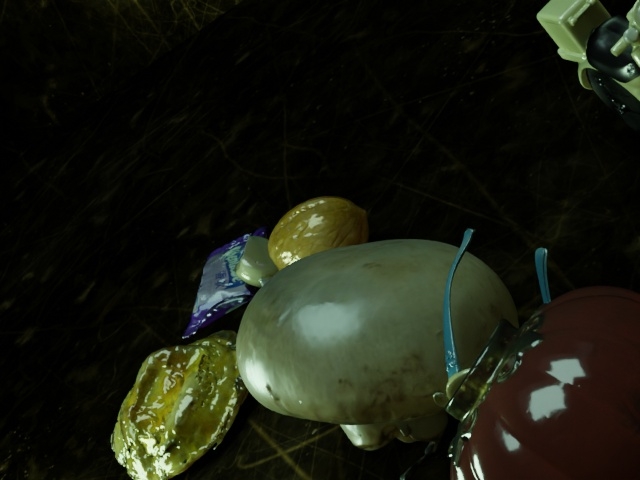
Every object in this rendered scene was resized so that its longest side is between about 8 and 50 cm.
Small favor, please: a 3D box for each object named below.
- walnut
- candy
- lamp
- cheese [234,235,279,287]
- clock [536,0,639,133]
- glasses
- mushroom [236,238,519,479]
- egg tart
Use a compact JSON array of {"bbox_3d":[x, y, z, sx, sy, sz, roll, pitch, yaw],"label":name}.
[{"bbox_3d":[0.000,0.000,2.241,0.180,0.144,0.144,-27,28,21],"label":"walnut"},{"bbox_3d":[-0.168,0.071,2.463,0.145,0.070,0.275,-26,25,20],"label":"candy"},{"bbox_3d":[0.260,0.191,1.367,0.303,0.257,0.303,-57,-9,-14],"label":"lamp"},{"bbox_3d":[-0.102,0.054,2.366,0.171,0.092,0.048,-91,13,-56],"label":"cheese"},{"bbox_3d":[0.445,-0.216,1.770,0.120,0.276,0.379,-47,21,-5],"label":"clock"},{"bbox_3d":[0.227,0.095,1.571,0.088,0.189,0.221,-21,60,55],"label":"glasses"},{"bbox_3d":[0.076,0.152,1.738,0.362,0.295,0.362,-9,8,1],"label":"mushroom"},{"bbox_3d":[-0.234,0.255,2.200,0.297,0.132,0.297,-33,32,24],"label":"egg tart"}]
